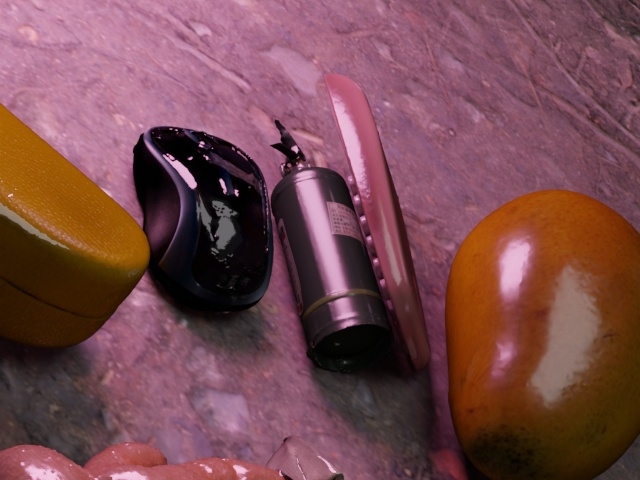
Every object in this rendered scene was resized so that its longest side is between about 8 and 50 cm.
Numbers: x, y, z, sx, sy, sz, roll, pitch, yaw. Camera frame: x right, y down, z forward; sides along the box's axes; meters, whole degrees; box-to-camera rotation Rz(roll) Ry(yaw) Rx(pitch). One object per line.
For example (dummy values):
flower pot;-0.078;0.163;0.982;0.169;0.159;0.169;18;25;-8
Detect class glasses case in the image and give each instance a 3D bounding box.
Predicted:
glasses case;-0.337;-0.044;1.722;0.371;0.141;0.173;40;22;-5

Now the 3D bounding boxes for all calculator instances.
calculator;0.070;-0.013;2.058;0.220;0.048;0.329;71;5;-59

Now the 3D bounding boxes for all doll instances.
doll;-0.155;0.256;1.575;0.303;0.156;0.201;5;16;-23

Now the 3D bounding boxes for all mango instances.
mango;0.253;0.115;2.072;0.264;0.221;0.378;37;46;-17

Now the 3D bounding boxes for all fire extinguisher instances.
fire extinguisher;0.000;0.000;2.048;0.118;0.093;0.294;42;25;-50

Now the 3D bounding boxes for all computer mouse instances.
computer mouse;-0.118;-0.034;1.960;0.137;0.096;0.233;8;50;-38

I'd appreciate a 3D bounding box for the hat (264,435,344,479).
hat;-0.013;0.308;1.725;0.226;0.164;0.219;-63;148;-19
